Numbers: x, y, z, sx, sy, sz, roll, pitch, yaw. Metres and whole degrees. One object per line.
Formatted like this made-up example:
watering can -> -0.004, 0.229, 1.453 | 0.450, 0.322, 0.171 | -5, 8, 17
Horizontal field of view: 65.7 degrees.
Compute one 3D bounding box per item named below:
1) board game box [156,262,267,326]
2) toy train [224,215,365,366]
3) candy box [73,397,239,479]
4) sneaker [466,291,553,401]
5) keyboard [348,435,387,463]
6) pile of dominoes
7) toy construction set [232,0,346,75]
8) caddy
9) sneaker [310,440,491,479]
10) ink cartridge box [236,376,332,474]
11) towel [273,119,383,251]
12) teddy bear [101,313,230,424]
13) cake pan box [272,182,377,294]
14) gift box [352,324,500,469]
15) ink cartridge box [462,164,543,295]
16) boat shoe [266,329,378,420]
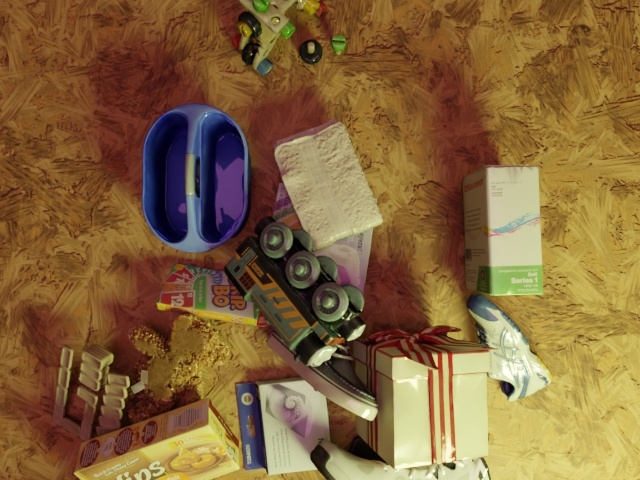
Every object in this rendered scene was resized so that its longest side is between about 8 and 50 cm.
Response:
board game box -> -0.245, 0.130, 1.192 | 0.260, 0.039, 0.124 | 11, 48, -1
toy train -> -0.056, 0.104, 1.052 | 0.190, 0.142, 0.334 | -47, 69, 12
candy box -> -0.369, 0.501, 1.151 | 0.317, 0.087, 0.182 | -19, 122, 1
sneaker -> 0.416, 0.258, 1.156 | 0.131, 0.112, 0.296 | -38, 101, 6
keyboard -> 0.196, 0.623, 1.208 | 0.317, 0.033, 0.201 | 23, 83, 2
pile of dominoes -> -0.539, 0.372, 1.182 | 0.196, 0.040, 0.251 | 24, 112, 14
toy construction set -> -0.112, -0.567, 1.139 | 0.258, 0.237, 0.308 | -22, 88, 0
caddy -> -0.284, -0.142, 1.161 | 0.242, 0.179, 0.340 | 0, 89, 2
sneaker -> 0.208, 0.532, 1.145 | 0.448, 0.169, 0.257 | 36, 75, -5
ink cartridge box -> -0.089, 0.450, 1.208 | 0.224, 0.045, 0.223 | -7, 89, 1
towel -> 0.014, -0.134, 1.161 | 0.187, 0.049, 0.282 | -22, 80, -3
teddy bear -> -0.372, 0.314, 1.198 | 0.245, 0.113, 0.337 | 29, 97, 9
cake pan box -> 0.000, 0.000, 1.194 | 0.246, 0.070, 0.266 | 11, 79, 0
gift box -> 0.228, 0.320, 1.077 | 0.255, 0.276, 0.257 | 0, 87, -22
ink cartridge box -> 0.409, -0.021, 1.135 | 0.117, 0.201, 0.277 | -1, 89, 1
boat shoe -> 0.022, 0.241, 1.101 | 0.341, 0.127, 0.158 | 27, 83, 43
